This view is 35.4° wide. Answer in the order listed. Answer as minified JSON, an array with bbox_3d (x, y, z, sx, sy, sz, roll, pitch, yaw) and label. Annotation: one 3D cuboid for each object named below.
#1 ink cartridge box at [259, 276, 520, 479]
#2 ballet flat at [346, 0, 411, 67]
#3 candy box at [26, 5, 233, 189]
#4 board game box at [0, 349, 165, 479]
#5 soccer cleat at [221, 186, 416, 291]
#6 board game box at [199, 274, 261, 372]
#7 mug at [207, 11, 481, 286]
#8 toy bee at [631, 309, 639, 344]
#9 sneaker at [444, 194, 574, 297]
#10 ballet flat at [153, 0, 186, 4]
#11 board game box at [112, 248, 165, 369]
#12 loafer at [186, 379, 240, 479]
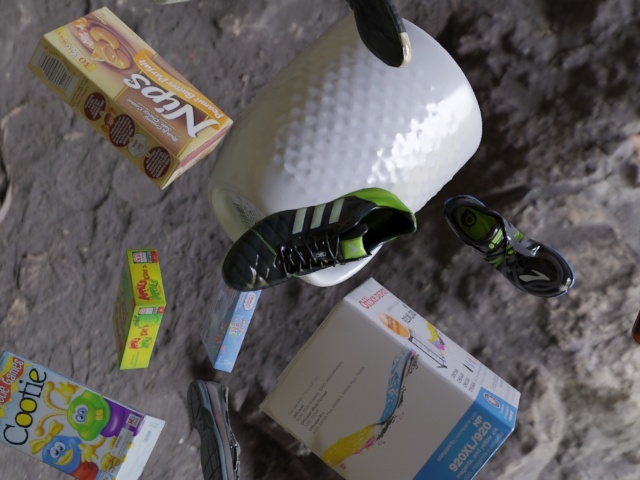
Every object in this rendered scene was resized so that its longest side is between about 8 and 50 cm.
[{"bbox_3d":[0.085,0.184,1.156,0.233,0.168,0.171,38,13,8],"label":"ink cartridge box"},{"bbox_3d":[0.058,-0.255,1.072,0.049,0.057,0.173,-6,59,-37],"label":"ballet flat"},{"bbox_3d":[-0.329,-0.254,1.751,0.316,0.087,0.183,43,39,0],"label":"candy box"},{"bbox_3d":[-0.432,0.314,1.718,0.275,0.144,0.142,22,79,10],"label":"board game box"},{"bbox_3d":[0.000,0.000,0.870,0.179,0.060,0.072,-24,29,-21],"label":"soccer cleat"},{"bbox_3d":[-0.168,0.135,1.835,0.039,0.211,0.160,19,95,-15],"label":"board game box"},{"bbox_3d":[0.024,-0.085,1.425,0.276,0.374,0.328,31,62,31],"label":"mug"},{"bbox_3d":[0.367,0.089,0.647,0.299,0.162,0.195,-3,102,2],"label":"toy bee"},{"bbox_3d":[0.226,0.009,1.239,0.188,0.067,0.078,38,14,17],"label":"sneaker"},{"bbox_3d":[-0.140,-0.312,0.838,0.164,0.182,0.483,-9,45,-40],"label":"ballet flat"},{"bbox_3d":[-0.261,0.100,1.428,0.043,0.181,0.092,-3,56,-21],"label":"board game box"},{"bbox_3d":[-0.187,0.382,1.925,0.084,0.096,0.267,3,49,-29],"label":"loafer"}]
